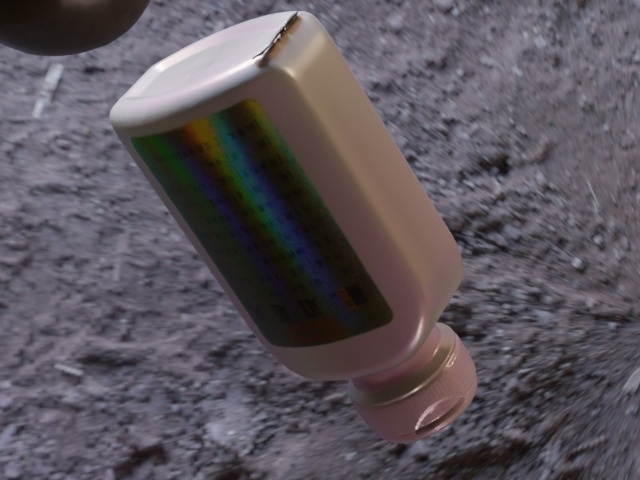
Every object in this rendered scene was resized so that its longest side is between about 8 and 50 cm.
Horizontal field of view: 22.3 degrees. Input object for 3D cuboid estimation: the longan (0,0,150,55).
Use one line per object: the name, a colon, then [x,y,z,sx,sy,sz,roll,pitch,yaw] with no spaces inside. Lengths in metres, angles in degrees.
longan: [-0.190,-0.210,1.109,0.167,0.187,0.167,-7,124,-10]

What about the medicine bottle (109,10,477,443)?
medicine bottle: [0.000,0.000,0.788,0.115,0.078,0.219,-14,119,39]
